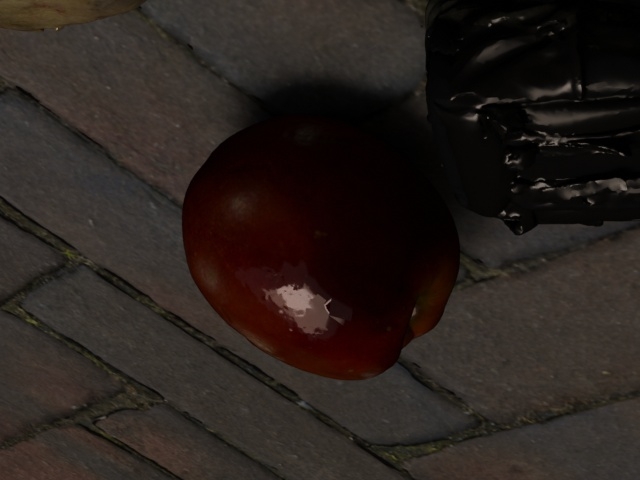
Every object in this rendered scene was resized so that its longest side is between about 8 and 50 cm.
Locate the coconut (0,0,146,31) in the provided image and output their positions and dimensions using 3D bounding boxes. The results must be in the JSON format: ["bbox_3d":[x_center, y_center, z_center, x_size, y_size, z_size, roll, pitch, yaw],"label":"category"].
[{"bbox_3d":[-0.175,-0.238,0.848,0.194,0.194,0.194,16,149,10],"label":"coconut"}]

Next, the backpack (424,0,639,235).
[{"bbox_3d":[0.194,-0.083,0.915,0.258,0.133,0.206,3,148,17],"label":"backpack"}]

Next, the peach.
[{"bbox_3d":[0.000,0.000,1.091,0.243,0.199,0.243,37,-173,-5],"label":"peach"}]
